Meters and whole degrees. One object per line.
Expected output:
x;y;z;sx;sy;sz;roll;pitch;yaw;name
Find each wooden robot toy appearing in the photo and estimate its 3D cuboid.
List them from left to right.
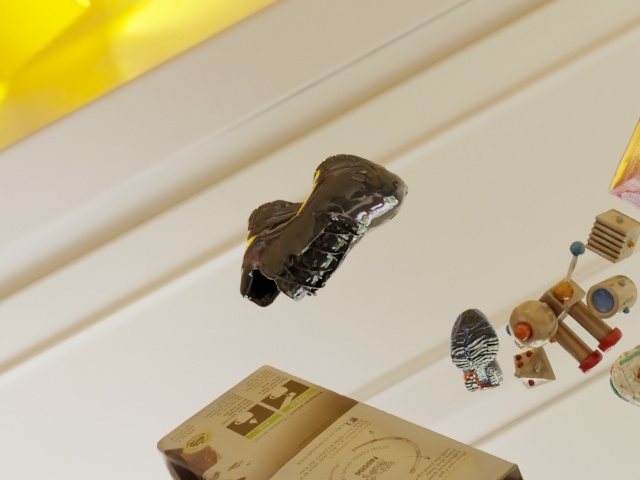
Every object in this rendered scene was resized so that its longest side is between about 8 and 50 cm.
0.179;0.060;0.933;0.076;0.173;0.079;47;36;21;wooden robot toy

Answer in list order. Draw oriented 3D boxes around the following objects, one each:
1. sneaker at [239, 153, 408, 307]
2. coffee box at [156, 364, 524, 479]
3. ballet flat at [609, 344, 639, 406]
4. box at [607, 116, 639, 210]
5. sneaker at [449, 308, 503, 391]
0.000;0.000;1.437;0.109;0.130;0.286;28;-33;-19;sneaker
0.026;0.213;0.882;0.297;0.119;0.168;12;-49;55;coffee box
0.442;0.178;1.441;0.241;0.077;0.091;19;35;-23;ballet flat
0.447;-0.155;1.318;0.154;0.300;0.142;30;-17;-4;box
0.245;0.168;2.045;0.221;0.083;0.087;75;0;-56;sneaker
